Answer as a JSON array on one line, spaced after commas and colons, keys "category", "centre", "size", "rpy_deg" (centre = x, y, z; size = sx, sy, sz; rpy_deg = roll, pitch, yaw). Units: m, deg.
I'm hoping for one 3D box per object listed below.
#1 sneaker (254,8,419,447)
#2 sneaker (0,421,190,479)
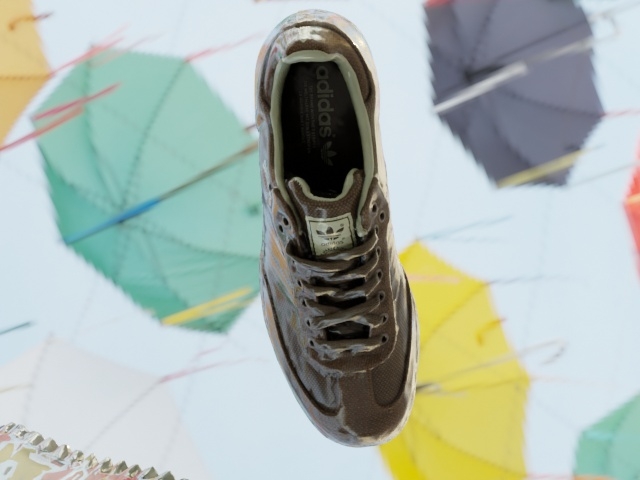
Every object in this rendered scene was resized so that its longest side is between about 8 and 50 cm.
[{"category": "sneaker", "centre": [0.000, 0.000, 0.785], "size": [0.071, 0.066, 0.188], "rpy_deg": [-56, -43, -79]}, {"category": "sneaker", "centre": [-0.100, 0.129, 0.486], "size": [0.146, 0.293, 0.102], "rpy_deg": [-36, -84, -20]}]
